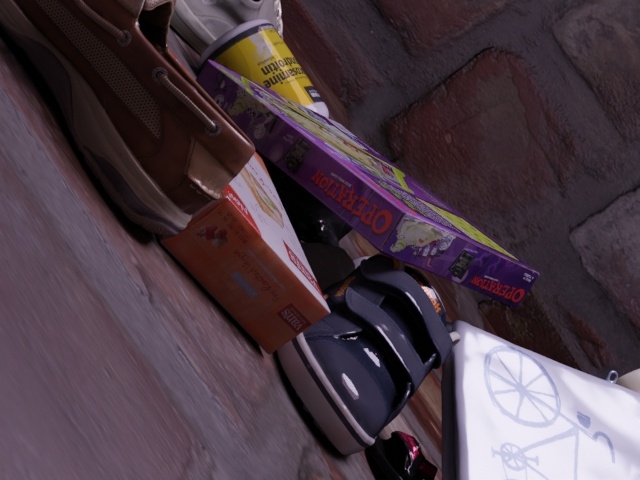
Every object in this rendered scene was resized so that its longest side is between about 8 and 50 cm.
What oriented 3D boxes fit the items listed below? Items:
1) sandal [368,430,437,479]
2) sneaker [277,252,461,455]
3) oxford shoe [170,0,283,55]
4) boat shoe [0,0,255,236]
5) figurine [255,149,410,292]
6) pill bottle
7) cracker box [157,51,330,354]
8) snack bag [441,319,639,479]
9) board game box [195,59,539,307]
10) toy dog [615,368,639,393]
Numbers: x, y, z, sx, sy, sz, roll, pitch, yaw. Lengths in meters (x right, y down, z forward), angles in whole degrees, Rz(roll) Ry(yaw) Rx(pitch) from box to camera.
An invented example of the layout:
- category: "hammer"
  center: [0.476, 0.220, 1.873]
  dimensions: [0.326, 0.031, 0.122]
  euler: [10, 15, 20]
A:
- category: "sandal"
  center: [0.080, 0.198, 1.520]
  dimensions: [0.067, 0.040, 0.179]
  euler: [57, 7, 3]
- category: "sneaker"
  center: [0.045, 0.084, 1.470]
  dimensions: [0.126, 0.127, 0.321]
  euler: [56, 9, -7]
- category: "oxford shoe"
  center: [-0.104, -0.291, 2.115]
  dimensions: [0.169, 0.130, 0.449]
  euler: [57, 6, 18]
- category: "boat shoe"
  center: [-0.160, -0.161, 1.222]
  dimensions: [0.324, 0.116, 0.123]
  euler: [57, 7, 3]
- category: "figurine"
  center: [0.000, 0.000, 1.744]
  dimensions: [0.209, 0.092, 0.215]
  euler: [27, 29, -58]
- category: "pill bottle"
  center: [-0.055, -0.156, 1.932]
  dimensions: [0.184, 0.103, 0.103]
  euler: [57, 7, 8]
- category: "cracker box"
  center: [-0.085, -0.036, 1.365]
  dimensions: [0.155, 0.067, 0.232]
  euler: [50, 11, -39]
- category: "snack bag"
  center: [0.259, 0.246, 1.520]
  dimensions: [0.342, 0.037, 0.323]
  euler: [21, 43, -19]
- category: "board game box"
  center: [0.037, -0.058, 1.631]
  dimensions: [0.208, 0.056, 0.347]
  euler: [28, 9, -44]
- category: "toy dog"
  center: [0.340, 0.346, 1.661]
  dimensions: [0.408, 0.284, 0.395]
  euler: [62, 13, 27]
